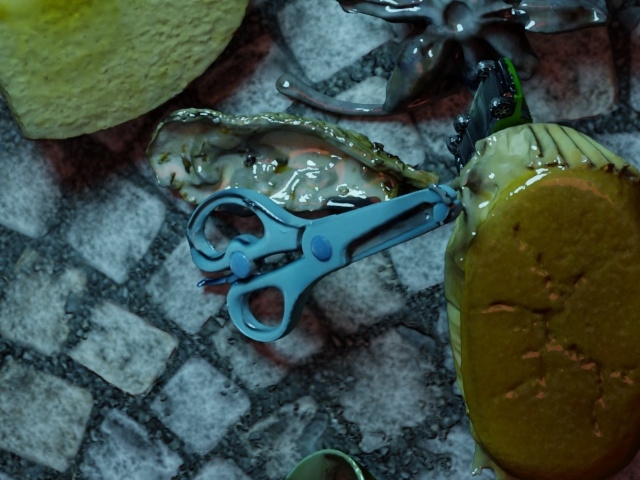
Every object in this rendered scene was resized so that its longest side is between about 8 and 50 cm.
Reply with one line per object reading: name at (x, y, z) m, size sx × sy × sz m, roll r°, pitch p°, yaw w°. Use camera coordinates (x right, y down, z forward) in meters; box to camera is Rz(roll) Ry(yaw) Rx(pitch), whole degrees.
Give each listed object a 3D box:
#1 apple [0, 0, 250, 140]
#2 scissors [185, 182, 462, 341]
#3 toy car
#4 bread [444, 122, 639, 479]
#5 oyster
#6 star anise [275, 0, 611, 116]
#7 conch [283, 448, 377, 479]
apple at (-0.245, -0.293, 1.811) m, size 0.309 × 0.252 × 0.314 m, roll -26°, pitch 86°, yaw -10°
scissors at (0.000, 0.000, 1.795) m, size 0.393 × 0.032 × 0.180 m, roll -19°, pitch 97°, yaw 43°
toy car at (0.189, -0.124, 1.816) m, size 0.062 × 0.165 × 0.071 m, roll -2°, pitch 50°, yaw -17°
bread at (0.254, 0.073, 1.765) m, size 0.236 × 0.183 × 0.389 m, roll -9°, pitch 110°, yaw -3°
oyster at (-0.027, -0.082, 1.885) m, size 0.345 × 0.078 × 0.129 m, roll 8°, pitch 114°, yaw 4°
star anise at (0.139, -0.270, 1.824) m, size 0.359 × 0.139 × 0.316 m, roll 11°, pitch 114°, yaw 9°
conch at (0.005, 0.344, 1.872) m, size 0.181 × 0.124 × 0.187 m, roll -25°, pitch 66°, yaw 15°
